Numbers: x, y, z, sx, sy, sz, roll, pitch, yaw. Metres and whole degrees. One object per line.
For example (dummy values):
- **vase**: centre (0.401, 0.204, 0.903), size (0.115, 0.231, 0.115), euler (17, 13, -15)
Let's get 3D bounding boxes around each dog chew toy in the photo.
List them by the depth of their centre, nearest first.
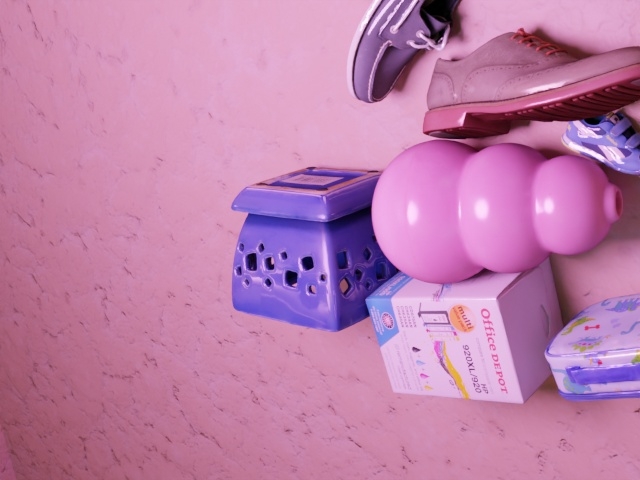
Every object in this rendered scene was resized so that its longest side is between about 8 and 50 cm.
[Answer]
- **dog chew toy**: centre (0.240, -0.043, 1.129), size (0.331, 0.206, 0.207), euler (-2, 112, 33)

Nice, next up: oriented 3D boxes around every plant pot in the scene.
- **plant pot**: centre (0.000, 0.000, 1.341), size (0.235, 0.236, 0.212), euler (8, 111, 39)

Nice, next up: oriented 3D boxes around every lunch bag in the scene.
- **lunch bag**: centre (0.417, 0.139, 1.077), size (0.219, 0.176, 0.090), euler (-16, 101, 45)

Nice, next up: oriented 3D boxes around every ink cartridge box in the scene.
- **ink cartridge box**: centre (0.225, 0.128, 1.248), size (0.232, 0.168, 0.171), euler (-4, 109, 42)

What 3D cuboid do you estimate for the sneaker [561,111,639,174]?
- **sneaker**: centre (0.380, -0.128, 1.051), size (0.144, 0.053, 0.059), euler (28, 127, 27)

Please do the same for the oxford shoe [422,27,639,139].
- **oxford shoe**: centre (0.264, -0.214, 1.044), size (0.348, 0.123, 0.130), euler (-3, 85, 47)

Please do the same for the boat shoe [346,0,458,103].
- **boat shoe**: centre (0.133, -0.306, 1.128), size (0.099, 0.116, 0.320), euler (43, 130, 20)
